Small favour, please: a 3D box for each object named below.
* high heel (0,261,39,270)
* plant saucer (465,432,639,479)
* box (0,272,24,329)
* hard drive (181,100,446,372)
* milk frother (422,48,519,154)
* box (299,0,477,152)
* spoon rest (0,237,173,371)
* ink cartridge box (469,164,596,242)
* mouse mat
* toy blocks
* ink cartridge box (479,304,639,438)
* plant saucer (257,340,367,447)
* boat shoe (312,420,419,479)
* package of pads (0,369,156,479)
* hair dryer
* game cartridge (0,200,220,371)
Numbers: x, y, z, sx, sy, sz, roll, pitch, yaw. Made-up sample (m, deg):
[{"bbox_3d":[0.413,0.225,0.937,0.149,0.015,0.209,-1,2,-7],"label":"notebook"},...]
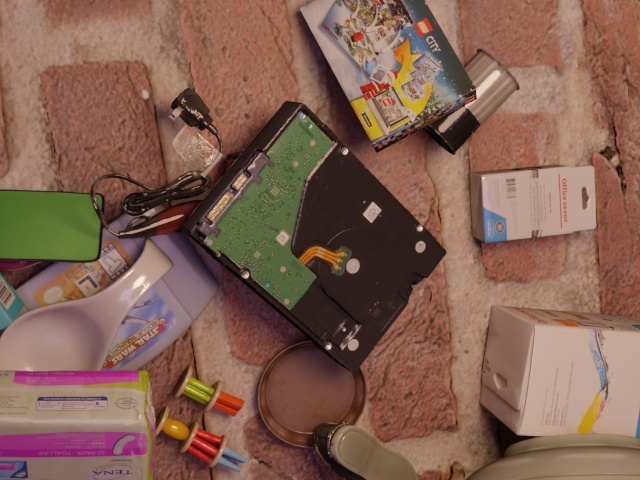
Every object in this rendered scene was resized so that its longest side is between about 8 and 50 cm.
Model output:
[{"bbox_3d":[-0.453,-0.016,1.290,0.244,0.082,0.117,-13,105,2],"label":"high heel"},{"bbox_3d":[0.381,0.354,1.380,0.401,0.400,0.100,5,66,-11],"label":"plant saucer"},{"bbox_3d":[-0.533,0.110,1.261,0.244,0.060,0.100,-26,111,10],"label":"box"},{"bbox_3d":[0.000,0.000,1.330,0.339,0.064,0.237,43,80,-29],"label":"hard drive"},{"bbox_3d":[0.183,-0.223,1.352,0.135,0.129,0.143,-46,110,2],"label":"milk frother"},{"bbox_3d":[0.093,-0.261,1.309,0.159,0.044,0.233,-28,75,4],"label":"box"},{"bbox_3d":[-0.319,0.110,1.277,0.276,0.084,0.137,-44,103,-3],"label":"spoon rest"},{"bbox_3d":[0.324,-0.059,1.437,0.180,0.060,0.104,-6,98,-10],"label":"ink cartridge box"},{"bbox_3d":[-0.391,-0.021,1.271,0.190,0.152,0.007,2,130,-11],"label":"mouse mat"},{"bbox_3d":[-0.160,0.271,1.397,0.148,0.054,0.123,30,92,-13],"label":"toy blocks"},{"bbox_3d":[0.386,0.200,1.429,0.233,0.171,0.168,5,95,-11],"label":"ink cartridge box"},{"bbox_3d":[-0.013,0.231,1.432,0.169,0.029,0.168,-1,98,-10],"label":"plant saucer"},{"bbox_3d":[0.074,0.346,1.438,0.227,0.069,0.081,48,63,-33],"label":"boat shoe"},{"bbox_3d":[-0.341,0.302,1.287,0.229,0.101,0.296,2,129,-11],"label":"package of pads"},{"bbox_3d":[-0.161,-0.047,1.323,0.293,0.080,0.223,42,81,-23],"label":"hair dryer"},{"bbox_3d":[-0.304,0.094,1.346,0.297,0.062,0.198,-36,99,-4],"label":"game cartridge"}]
